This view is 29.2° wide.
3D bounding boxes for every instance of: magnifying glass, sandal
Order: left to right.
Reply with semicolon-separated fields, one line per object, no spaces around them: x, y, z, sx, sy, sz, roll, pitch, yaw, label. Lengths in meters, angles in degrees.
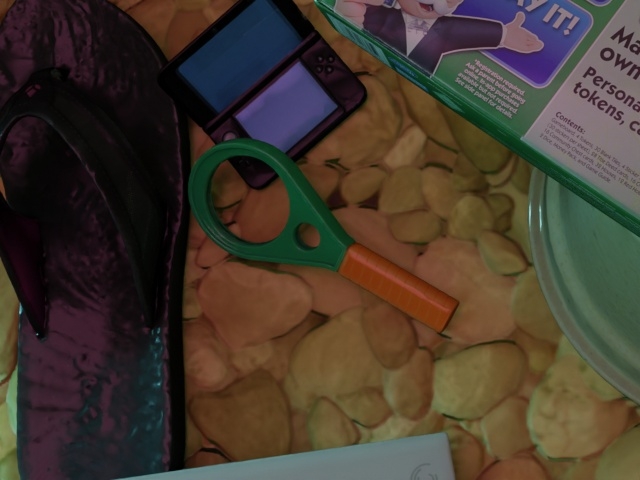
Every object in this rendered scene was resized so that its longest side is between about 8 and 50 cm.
-0.184;0.000;0.954;0.167;0.107;0.445;-11;78;12;sandal
0.000;0.000;0.939;0.231;0.026;0.092;31;116;13;magnifying glass

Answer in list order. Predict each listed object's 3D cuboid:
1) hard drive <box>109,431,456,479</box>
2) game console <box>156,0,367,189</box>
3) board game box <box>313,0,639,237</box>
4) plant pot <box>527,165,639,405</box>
-0.047;0.255;0.856;0.307;0.040;0.203;-9;63;2;hard drive
-0.044;-0.119;0.959;0.122;0.071;0.107;-40;73;5;game console
0.185;-0.111;0.592;0.317;0.046;0.213;37;90;17;board game box
0.280;-0.048;0.741;0.334;0.305;0.334;-3;79;14;plant pot
